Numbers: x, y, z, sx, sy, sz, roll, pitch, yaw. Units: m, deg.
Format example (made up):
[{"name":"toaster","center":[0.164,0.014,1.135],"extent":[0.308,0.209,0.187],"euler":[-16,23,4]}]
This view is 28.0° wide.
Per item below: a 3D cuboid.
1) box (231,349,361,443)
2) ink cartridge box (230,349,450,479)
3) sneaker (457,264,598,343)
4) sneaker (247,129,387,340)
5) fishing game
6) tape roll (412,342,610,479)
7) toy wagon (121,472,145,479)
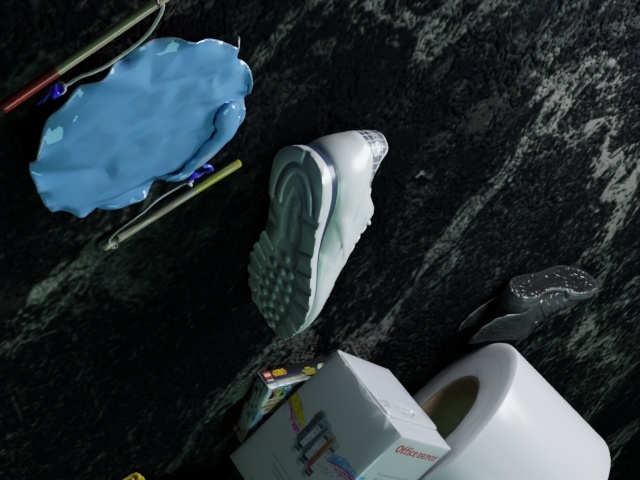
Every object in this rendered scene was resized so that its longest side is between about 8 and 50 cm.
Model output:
[{"name":"box","center":[-0.024,0.173,1.427],"extent":[0.137,0.027,0.094],"euler":[-9,138,-39]},{"name":"ink cartridge box","center":[0.023,0.230,1.397],"extent":[0.176,0.127,0.128],"euler":[-44,149,11]},{"name":"sneaker","center":[0.256,0.082,1.572],"extent":[0.170,0.051,0.089],"euler":[-6,137,-34]},{"name":"sneaker","center":[0.000,0.000,1.175],"extent":[0.095,0.090,0.235],"euler":[-26,150,-36]},{"name":"fishing game","center":[-0.134,-0.090,0.960],"extent":[0.189,0.041,0.264],"euler":[-35,157,-3]},{"name":"tape roll","center":[0.195,0.265,1.522],"extent":[0.246,0.169,0.246],"euler":[-42,-168,11]},{"name":"toy wagon","center":[-0.133,0.397,1.431],"extent":[0.267,0.068,0.344],"euler":[-39,122,-9]}]
